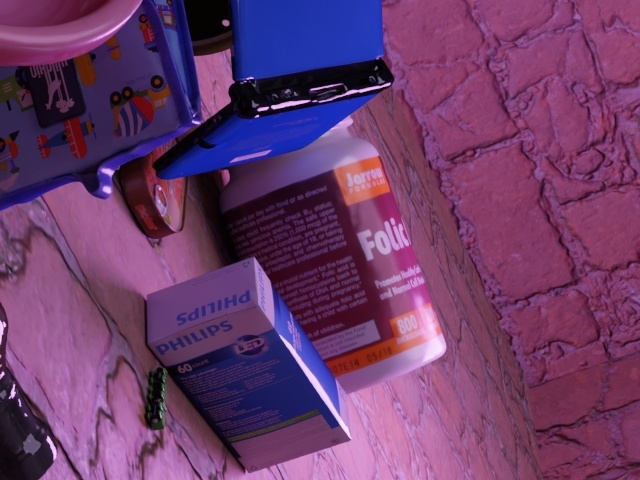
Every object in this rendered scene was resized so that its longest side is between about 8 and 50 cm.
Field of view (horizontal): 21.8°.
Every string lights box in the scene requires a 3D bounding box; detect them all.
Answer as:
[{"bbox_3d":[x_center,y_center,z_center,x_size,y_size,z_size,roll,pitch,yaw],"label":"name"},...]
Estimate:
[{"bbox_3d":[-0.076,0.144,1.848,0.077,0.133,0.260,-96,162,-45],"label":"string lights box"}]

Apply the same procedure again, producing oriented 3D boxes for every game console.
[{"bbox_3d":[-0.059,-0.214,1.911,0.293,0.250,0.173,-16,76,-53],"label":"game console"}]

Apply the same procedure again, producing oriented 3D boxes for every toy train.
[{"bbox_3d":[-0.166,0.163,1.712,0.083,0.017,0.024,-91,168,-55],"label":"toy train"}]

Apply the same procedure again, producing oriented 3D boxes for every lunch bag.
[{"bbox_3d":[-0.229,-0.167,1.480,0.138,0.221,0.293,37,35,-67],"label":"lunch bag"}]

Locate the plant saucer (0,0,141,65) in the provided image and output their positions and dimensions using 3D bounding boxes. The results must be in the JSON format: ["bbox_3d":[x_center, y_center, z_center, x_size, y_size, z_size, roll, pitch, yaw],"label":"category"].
[{"bbox_3d":[-0.283,-0.258,1.236,0.332,0.084,0.332,24,45,-27],"label":"plant saucer"}]

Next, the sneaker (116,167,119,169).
[{"bbox_3d":[-0.220,-0.134,1.763,0.235,0.094,0.153,36,37,-68],"label":"sneaker"}]

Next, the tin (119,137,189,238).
[{"bbox_3d":[-0.191,-0.077,1.928,0.106,0.040,0.190,58,18,-31],"label":"tin"}]

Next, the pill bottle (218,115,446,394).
[{"bbox_3d":[0.000,0.000,2.182,0.224,0.224,0.392,-17,87,-77],"label":"pill bottle"}]

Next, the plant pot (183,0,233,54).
[{"bbox_3d":[-0.154,-0.337,2.045,0.293,0.275,0.275,80,-8,-83],"label":"plant pot"}]

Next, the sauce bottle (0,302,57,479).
[{"bbox_3d":[-0.292,0.032,1.165,0.111,0.111,0.344,-84,151,-63],"label":"sauce bottle"}]
